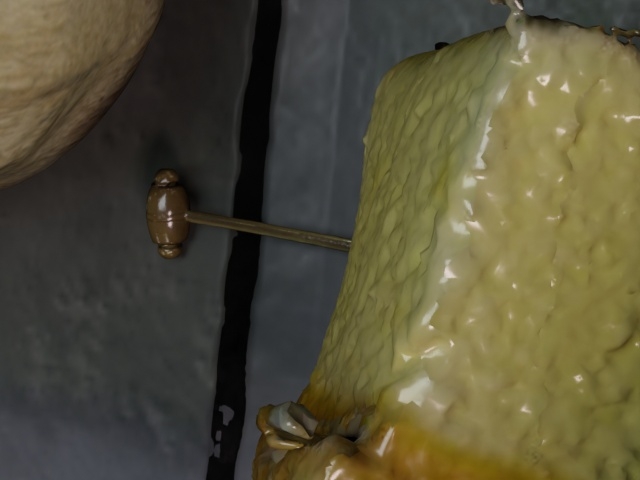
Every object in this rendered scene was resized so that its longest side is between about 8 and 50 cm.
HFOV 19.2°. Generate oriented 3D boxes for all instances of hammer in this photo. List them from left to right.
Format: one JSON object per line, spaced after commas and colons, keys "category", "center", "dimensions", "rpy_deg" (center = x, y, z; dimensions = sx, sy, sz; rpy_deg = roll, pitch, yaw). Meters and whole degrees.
{"category": "hammer", "center": [0.000, 0.000, 0.559], "dimensions": [0.123, 0.014, 0.029], "rpy_deg": [10, 111, 28]}

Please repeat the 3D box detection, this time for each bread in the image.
{"category": "bread", "center": [0.064, 0.025, 0.488], "dimensions": [0.152, 0.127, 0.147], "rpy_deg": [19, 90, -8]}

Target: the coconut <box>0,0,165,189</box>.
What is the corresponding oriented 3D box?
{"category": "coconut", "center": [-0.139, -0.100, 0.556], "dimensions": [0.224, 0.224, 0.224], "rpy_deg": [-4, 82, 29]}
